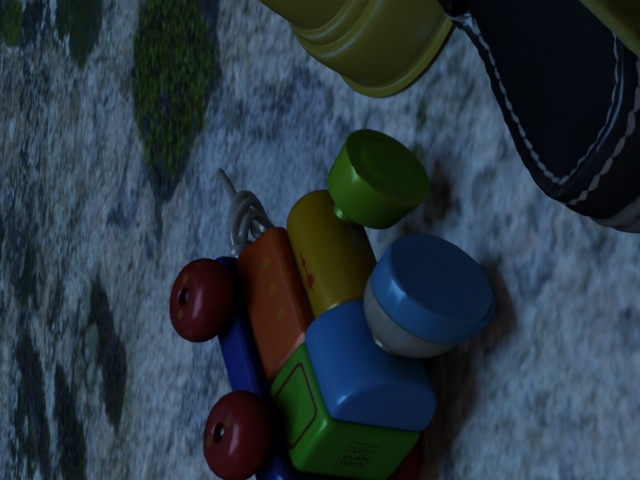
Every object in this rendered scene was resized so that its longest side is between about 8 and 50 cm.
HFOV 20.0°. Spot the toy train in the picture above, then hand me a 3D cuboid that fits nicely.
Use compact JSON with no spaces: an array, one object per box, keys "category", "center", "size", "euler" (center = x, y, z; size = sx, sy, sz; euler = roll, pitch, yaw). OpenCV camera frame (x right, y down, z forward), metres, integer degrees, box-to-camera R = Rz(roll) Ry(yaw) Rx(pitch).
[{"category":"toy train","center":[0.000,0.000,0.887],"size":[0.143,0.105,0.248],"euler":[-55,37,34]}]

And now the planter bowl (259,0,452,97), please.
[{"category":"planter bowl","center":[0.000,-0.184,0.919],"size":[0.217,0.090,0.217],"euler":[-177,90,-67]}]

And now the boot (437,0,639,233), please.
[{"category":"boot","center":[-0.010,-0.172,0.688],"size":[0.138,0.284,0.377],"euler":[124,144,-50]}]

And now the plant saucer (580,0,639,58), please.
[{"category":"plant saucer","center":[0.145,-0.070,0.366],"size":[0.188,0.188,0.045],"euler":[-6,58,44]}]
